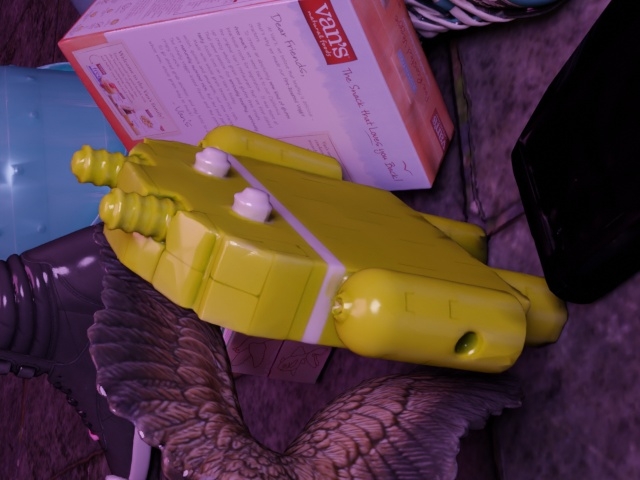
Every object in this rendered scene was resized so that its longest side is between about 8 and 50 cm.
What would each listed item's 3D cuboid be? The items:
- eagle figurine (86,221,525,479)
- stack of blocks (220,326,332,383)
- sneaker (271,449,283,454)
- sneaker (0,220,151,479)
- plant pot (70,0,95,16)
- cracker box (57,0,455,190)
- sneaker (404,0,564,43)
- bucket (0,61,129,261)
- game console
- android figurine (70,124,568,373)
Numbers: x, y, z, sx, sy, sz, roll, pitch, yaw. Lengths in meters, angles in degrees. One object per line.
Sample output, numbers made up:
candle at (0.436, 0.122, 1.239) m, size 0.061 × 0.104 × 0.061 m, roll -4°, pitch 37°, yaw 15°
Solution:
eagle figurine at (-0.034, 0.111, 0.513) m, size 0.225 × 0.226 × 0.298 m, roll -13°, pitch 39°, yaw 30°
stack of blocks at (-0.075, -0.002, 0.876) m, size 0.171 × 0.087 × 0.297 m, roll -66°, pitch 32°, yaw 19°
sneaker at (-0.012, 0.267, 0.640) m, size 0.178 × 0.123 × 0.295 m, roll -63°, pitch 33°, yaw 6°
sneaker at (-0.247, 0.126, 0.991) m, size 0.104 × 0.146 × 0.296 m, roll -134°, pitch 37°, yaw -60°
plant pot at (-0.090, -0.231, 0.827) m, size 0.293 × 0.293 × 0.196 m, roll -143°, pitch 53°, yaw -58°
cracker box at (-0.043, -0.105, 0.699) m, size 0.232 × 0.156 × 0.067 m, roll -1°, pitch 44°, yaw 31°
sneaker at (0.088, -0.183, 0.646) m, size 0.302 × 0.108 × 0.121 m, roll -37°, pitch 44°, yaw 47°
bucket at (-0.286, -0.058, 1.095) m, size 0.281 × 0.183 × 0.281 m, roll 176°, pitch 90°, yaw -74°
game console at (0.194, 0.016, 0.453) m, size 0.213 × 0.043 × 0.361 m, roll -47°, pitch 40°, yaw 43°
android figurine at (0.000, 0.000, 0.559) m, size 0.248 × 0.272 × 0.056 m, roll 46°, pitch 119°, yaw 57°
